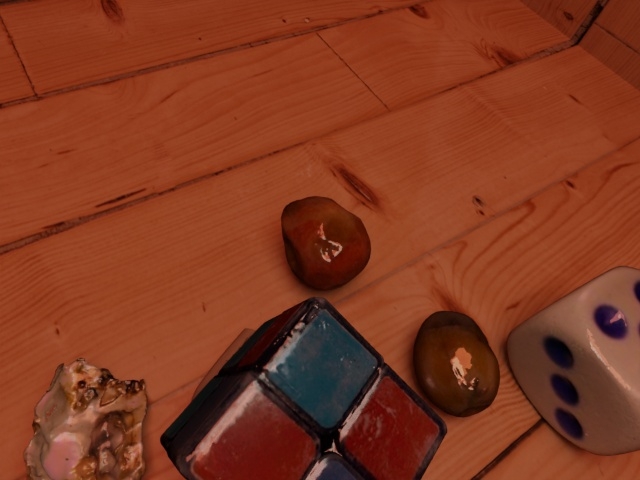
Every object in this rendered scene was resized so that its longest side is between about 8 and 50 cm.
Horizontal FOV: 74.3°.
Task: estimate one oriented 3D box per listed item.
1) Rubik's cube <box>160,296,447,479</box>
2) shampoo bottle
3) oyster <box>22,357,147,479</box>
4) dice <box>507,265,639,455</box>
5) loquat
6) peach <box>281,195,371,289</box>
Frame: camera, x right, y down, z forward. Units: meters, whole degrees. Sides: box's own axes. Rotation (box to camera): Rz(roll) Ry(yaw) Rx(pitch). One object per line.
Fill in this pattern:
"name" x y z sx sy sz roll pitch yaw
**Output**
"Rubik's cube" -0.044 0.328 0.720 0.313 0.316 0.318 45 60 -3
"shampoo bottle" -0.189 0.314 0.884 0.127 0.078 0.256 29 58 -1
"oyster" -0.439 0.400 0.793 0.201 0.107 0.354 8 43 -28
"dice" 0.640 0.258 0.936 0.305 0.276 0.304 -21 63 -22
"loquat" 0.296 0.266 0.936 0.180 0.179 0.227 -5 57 -12
"peach" 0.000 0.000 1.029 0.214 0.214 0.235 -38 93 -26
